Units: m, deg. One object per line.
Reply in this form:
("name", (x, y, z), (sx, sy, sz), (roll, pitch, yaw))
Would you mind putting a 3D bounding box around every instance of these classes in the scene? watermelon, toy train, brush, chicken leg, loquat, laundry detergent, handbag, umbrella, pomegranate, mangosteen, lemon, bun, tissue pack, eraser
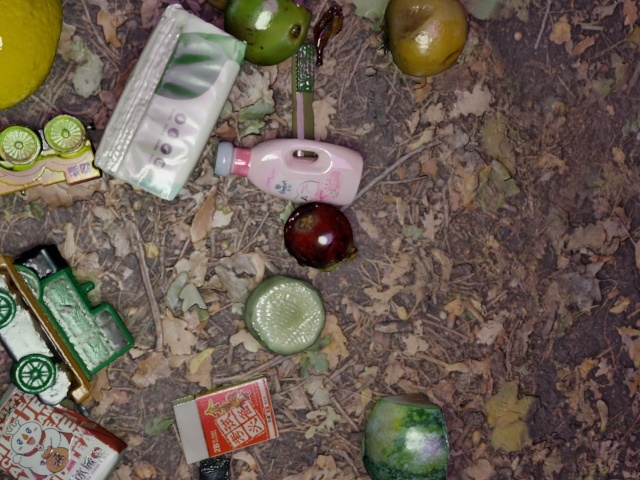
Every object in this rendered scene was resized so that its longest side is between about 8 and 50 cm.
("watermelon", (0.228, 0.555, 1.648), (0.224, 0.180, 0.305), (7, 102, 29))
("toy train", (-0.573, 0.172, 1.374), (0.249, 0.178, 0.429), (-33, 98, -28))
("brush", (-0.038, -0.328, 1.521), (0.054, 0.048, 0.282), (-2, 99, -15))
("chicken leg", (0.013, -0.485, 1.522), (0.062, 0.037, 0.145), (31, 87, -29))
("loquat", (0.236, -0.485, 1.491), (0.213, 0.213, 0.213), (-2, 97, -14))
("laundry detergent", (-0.076, -0.167, 1.497), (0.335, 0.087, 0.159), (8, 120, -13))
("toy train", (-0.616, -0.169, 1.365), (0.296, 0.100, 0.160), (-16, 102, -12))
("handbag", (-0.596, 0.447, 1.428), (0.298, 0.151, 0.171), (34, 77, 1))
("umbrella", (-0.256, 0.625, 1.567), (0.080, 0.071, 0.224), (-4, 107, -22))
("pomegranate", (-0.149, -0.477, 1.403), (0.241, 0.190, 0.159), (27, 104, -17))
("mangosteen", (0.000, 0.000, 1.516), (0.166, 0.166, 0.180), (-36, 134, -8))
("lemon", (-0.652, -0.407, 1.222), (0.336, 0.336, 0.335), (-2, 97, -14))
("bun", (-0.088, 0.172, 1.529), (0.196, 0.118, 0.195), (-3, 98, -20))
("tissue pack", (-0.308, -0.277, 1.343), (0.194, 0.266, 0.356), (25, 91, -15))
("eraser", (-0.229, 0.432, 1.565), (0.230, 0.038, 0.157), (-14, 100, -13))
